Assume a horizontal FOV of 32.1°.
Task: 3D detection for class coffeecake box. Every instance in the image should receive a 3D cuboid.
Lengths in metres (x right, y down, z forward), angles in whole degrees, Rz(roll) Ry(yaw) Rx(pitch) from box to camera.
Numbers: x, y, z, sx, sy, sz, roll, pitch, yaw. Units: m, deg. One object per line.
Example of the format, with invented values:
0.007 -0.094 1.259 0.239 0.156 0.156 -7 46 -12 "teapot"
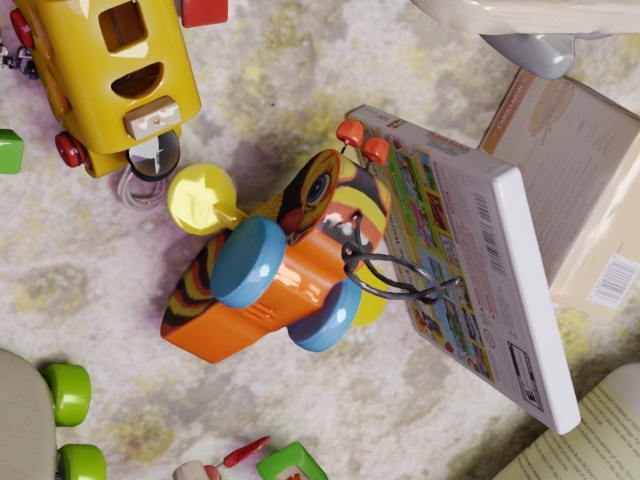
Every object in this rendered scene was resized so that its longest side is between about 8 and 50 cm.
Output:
0.194 -0.046 0.876 0.068 0.185 0.142 19 107 -24 "coffeecake box"

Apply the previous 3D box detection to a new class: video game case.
0.110 0.018 0.869 0.026 0.206 0.227 -29 120 -17 "video game case"

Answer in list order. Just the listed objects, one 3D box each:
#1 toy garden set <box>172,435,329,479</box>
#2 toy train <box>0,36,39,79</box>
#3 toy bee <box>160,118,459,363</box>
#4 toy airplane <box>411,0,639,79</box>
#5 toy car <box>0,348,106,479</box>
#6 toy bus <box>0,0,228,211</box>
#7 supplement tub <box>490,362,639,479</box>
-0.113 0.251 0.940 0.244 0.049 0.204 -30 150 -2 "toy garden set"
-0.244 -0.138 0.792 0.158 0.027 0.036 5 102 -19 "toy train"
0.000 0.000 0.838 0.195 0.298 0.162 47 51 -43 "toy bee"
0.262 -0.197 0.774 0.386 0.272 0.384 34 63 -16 "toy airplane"
-0.284 0.191 0.891 0.155 0.149 0.188 8 136 -33 "toy car"
-0.136 -0.106 0.771 0.202 0.104 0.191 18 104 -41 "toy bus"
0.287 0.262 1.017 0.325 0.235 0.235 -43 118 5 "supplement tub"
